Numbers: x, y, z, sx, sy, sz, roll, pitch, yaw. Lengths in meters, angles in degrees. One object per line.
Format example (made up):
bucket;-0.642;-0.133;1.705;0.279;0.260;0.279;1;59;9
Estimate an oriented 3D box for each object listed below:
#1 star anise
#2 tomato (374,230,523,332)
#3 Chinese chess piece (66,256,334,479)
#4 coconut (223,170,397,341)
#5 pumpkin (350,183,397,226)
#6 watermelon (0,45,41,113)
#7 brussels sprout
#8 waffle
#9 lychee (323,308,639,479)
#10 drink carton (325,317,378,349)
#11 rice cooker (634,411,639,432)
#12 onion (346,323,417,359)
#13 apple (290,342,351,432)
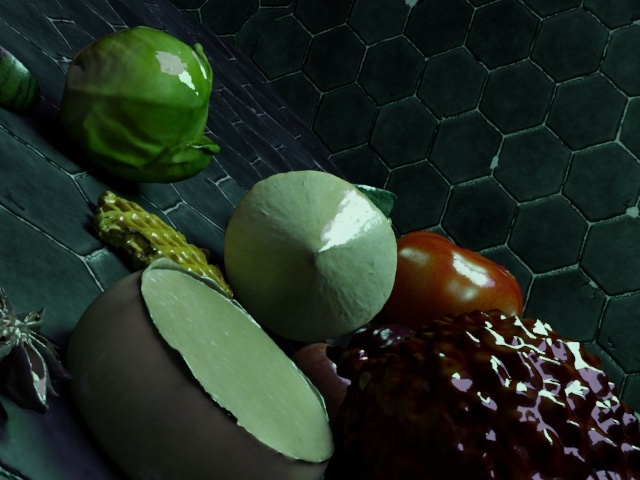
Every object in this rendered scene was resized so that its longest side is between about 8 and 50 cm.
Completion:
star anise;-0.317;0.104;1.031;0.195;0.065;0.182;48;6;33
tomato;0.225;0.115;1.946;0.299;0.226;0.298;29;9;-5
Chinese chess piece;-0.135;0.180;1.209;0.338;0.140;0.338;44;12;-12
coconut;-0.024;0.022;1.754;0.329;0.329;0.329;43;12;-11
pumpkin;0.000;0.000;2.056;0.264;0.196;0.293;10;-12;-10
watermelon;-0.507;-0.270;1.630;0.181;0.075;0.092;38;10;-27
brussels sprout;-0.300;-0.228;1.759;0.294;0.259;0.227;12;12;-28
waffle;-0.234;0.032;1.590;0.291;0.051;0.291;42;9;-9
lychee;0.192;0.284;1.315;0.500;0.424;0.424;43;10;20
drink carton;0.097;0.212;1.993;0.134;0.102;0.222;33;17;-40
rice cooker;0.541;0.473;2.080;0.325;0.335;0.335;42;12;-11
onion;0.121;0.261;1.687;0.252;0.219;0.252;38;-40;40
apple;0.008;0.231;1.572;0.153;0.120;0.153;43;6;-5
